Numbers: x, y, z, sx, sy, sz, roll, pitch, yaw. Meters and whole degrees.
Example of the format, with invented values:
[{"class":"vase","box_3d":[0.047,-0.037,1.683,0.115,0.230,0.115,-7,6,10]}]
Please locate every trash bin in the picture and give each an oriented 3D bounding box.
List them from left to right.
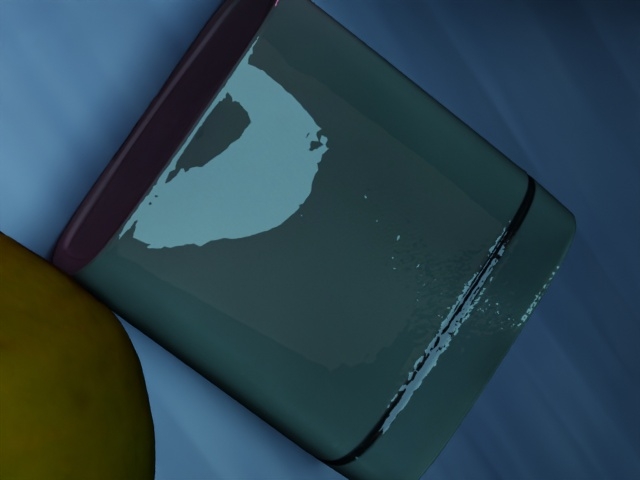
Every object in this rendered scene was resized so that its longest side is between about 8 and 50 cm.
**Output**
[{"class":"trash bin","box_3d":[0.000,0.000,0.559,0.130,0.059,0.116,37,80,-22]}]

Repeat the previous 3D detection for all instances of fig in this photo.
[{"class":"fig","box_3d":[-0.117,0.062,0.485,0.153,0.120,0.136,-26,102,-44]}]
